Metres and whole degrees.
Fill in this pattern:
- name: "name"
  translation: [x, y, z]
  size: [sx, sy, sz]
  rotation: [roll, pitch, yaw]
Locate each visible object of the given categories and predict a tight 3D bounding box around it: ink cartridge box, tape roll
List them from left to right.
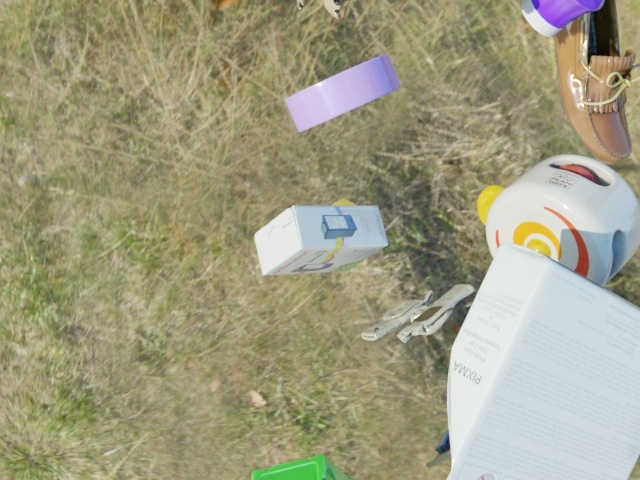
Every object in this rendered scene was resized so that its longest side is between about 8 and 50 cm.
- name: "ink cartridge box"
  translation: [0.000, 0.000, 1.508]
  size: [0.212, 0.154, 0.093]
  rotation: [1, 67, -36]
- name: "tape roll"
  translation: [0.055, -0.357, 1.863]
  size: [0.274, 0.274, 0.090]
  rotation: [-29, 100, -25]
- name: "ink cartridge box"
  translation: [0.268, 0.234, 0.949]
  size: [0.308, 0.091, 0.385]
  rotation: [25, 92, -32]

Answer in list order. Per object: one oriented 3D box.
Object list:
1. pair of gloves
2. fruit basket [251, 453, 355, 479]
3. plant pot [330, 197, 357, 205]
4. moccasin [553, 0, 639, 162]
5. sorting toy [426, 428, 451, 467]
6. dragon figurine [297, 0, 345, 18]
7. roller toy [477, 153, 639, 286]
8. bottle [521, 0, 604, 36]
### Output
- name: "pair of gloves"
  translation: [0.228, 0.176, 1.777]
  size: [0.204, 0.240, 0.042]
  rotation: [-35, 100, -31]
- name: "fruit basket"
  translation: [-0.028, 0.697, 1.632]
  size: [0.282, 0.392, 0.392]
  rotation: [-16, 80, 6]
- name: "plant pot"
  translation: [0.058, -0.047, 1.748]
  size: [0.081, 0.081, 0.083]
  rotation: [33, 89, -41]
- name: "moccasin"
  translation: [0.551, -0.341, 1.494]
  size: [0.139, 0.147, 0.380]
  rotation: [-11, 94, -34]
- name: "sorting toy"
  translation: [0.371, 0.434, 1.872]
  size: [0.041, 0.307, 0.229]
  rotation: [39, 58, 5]
- name: "dragon figurine"
  translation: [0.042, -0.340, 0.947]
  size: [0.144, 0.289, 0.085]
  rotation: [-23, 122, -23]
- name: "roller toy"
  translation: [0.340, -0.016, 1.093]
  size: [0.146, 0.191, 0.209]
  rotation: [-33, 90, -36]
- name: "bottle"
  translation: [0.378, -0.375, 0.971]
  size: [0.118, 0.283, 0.092]
  rotation: [-9, 66, -42]
